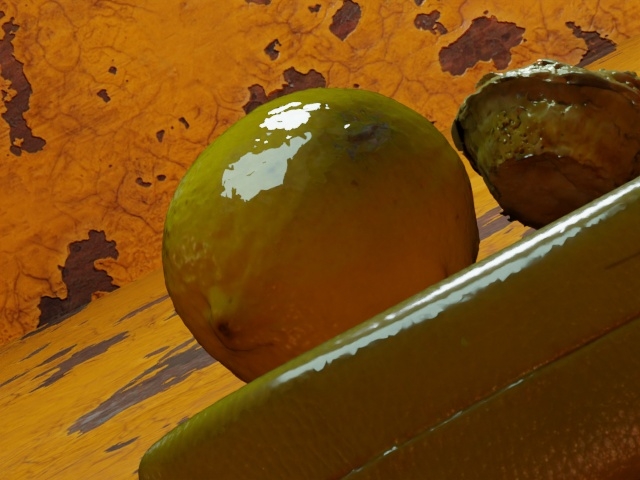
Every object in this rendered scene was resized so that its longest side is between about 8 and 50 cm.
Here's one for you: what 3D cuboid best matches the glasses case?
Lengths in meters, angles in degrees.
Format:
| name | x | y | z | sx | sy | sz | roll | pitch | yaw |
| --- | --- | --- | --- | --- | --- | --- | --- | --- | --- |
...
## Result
| name | x | y | z | sx | sy | sz | roll | pitch | yaw |
| --- | --- | --- | --- | --- | --- | --- | --- | --- | --- |
| glasses case | 0.099 | 0.081 | 0.865 | 0.371 | 0.141 | 0.173 | -28 | -8 | -6 |

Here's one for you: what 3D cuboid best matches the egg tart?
| name | x | y | z | sx | sy | sz | roll | pitch | yaw |
| --- | --- | --- | --- | --- | --- | --- | --- | --- | --- |
| egg tart | 0.215 | -0.071 | 1.534 | 0.213 | 0.212 | 0.090 | -22 | 38 | 44 |

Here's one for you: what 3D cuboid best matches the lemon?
| name | x | y | z | sx | sy | sz | roll | pitch | yaw |
| --- | --- | --- | --- | --- | --- | --- | --- | --- | --- |
| lemon | -0.002 | 0.001 | 1.486 | 0.260 | 0.260 | 0.284 | -21 | 38 | 48 |
